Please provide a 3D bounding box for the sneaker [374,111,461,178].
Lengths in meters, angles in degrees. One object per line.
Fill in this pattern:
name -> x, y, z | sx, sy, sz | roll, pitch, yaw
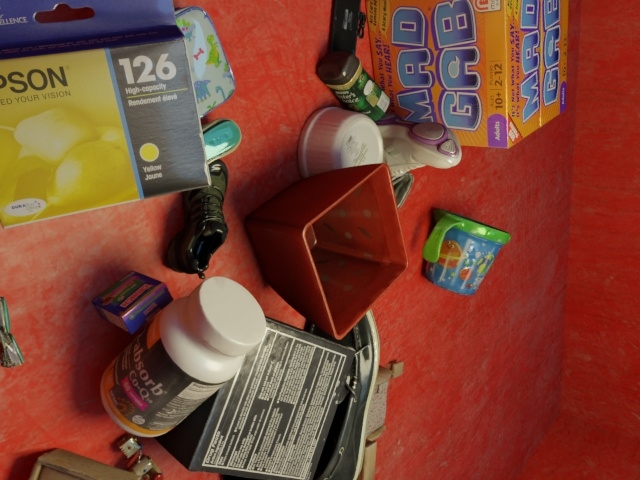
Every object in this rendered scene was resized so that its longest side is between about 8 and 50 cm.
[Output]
sneaker -> 0.218, -0.211, 1.294 | 0.114, 0.305, 0.152 | -23, 124, -25

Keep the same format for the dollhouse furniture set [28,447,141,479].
dollhouse furniture set -> -0.418, 0.463, 0.701 | 0.394, 0.362, 0.256 | 76, 31, -82

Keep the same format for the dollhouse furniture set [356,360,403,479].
dollhouse furniture set -> 0.166, 0.546, 1.525 | 0.355, 0.173, 0.303 | -10, 107, -47

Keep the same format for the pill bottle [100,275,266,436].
pill bottle -> -0.227, 0.193, 0.900 | 0.278, 0.162, 0.162 | -43, 146, 24

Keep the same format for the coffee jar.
coffee jar -> 0.077, -0.355, 1.248 | 0.184, 0.096, 0.079 | 36, 78, -46

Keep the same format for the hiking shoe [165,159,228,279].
hiking shoe -> -0.202, -0.040, 1.001 | 0.086, 0.114, 0.227 | 19, 85, -50

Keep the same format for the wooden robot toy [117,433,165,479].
wooden robot toy -> -0.340, 0.447, 1.011 | 0.079, 0.076, 0.173 | -36, 125, -24

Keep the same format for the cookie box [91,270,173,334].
cookie box -> -0.317, 0.101, 0.913 | 0.092, 0.107, 0.040 | -43, 129, -33

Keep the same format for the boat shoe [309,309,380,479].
boat shoe -> 0.023, 0.332, 1.265 | 0.156, 0.186, 0.500 | 11, 82, -50

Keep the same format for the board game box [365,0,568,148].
board game box -> 0.378, -0.461, 1.362 | 0.356, 0.356, 0.356 | -32, 122, -40

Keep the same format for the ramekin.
ramekin -> 0.055, -0.202, 1.254 | 0.207, 0.109, 0.207 | -16, 112, -45

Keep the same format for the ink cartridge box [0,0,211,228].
ink cartridge box -> -0.330, -0.198, 0.766 | 0.303, 0.072, 0.307 | -14, 116, -17

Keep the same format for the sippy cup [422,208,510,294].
sippy cup -> 0.434, 0.042, 1.676 | 0.305, 0.240, 0.224 | 17, 100, -11

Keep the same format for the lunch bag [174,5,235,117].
lunch bag -> -0.256, -0.278, 0.897 | 0.219, 0.090, 0.176 | -45, 130, -30

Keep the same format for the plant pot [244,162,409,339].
plant pot -> 0.000, 0.000, 1.148 | 0.267, 0.235, 0.267 | -40, 127, -34

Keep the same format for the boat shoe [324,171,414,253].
boat shoe -> 0.124, -0.065, 1.359 | 0.335, 0.119, 0.121 | -59, 136, -19

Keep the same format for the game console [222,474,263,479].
game console -> -0.088, 0.475, 1.317 | 0.361, 0.044, 0.213 | -28, 118, -40

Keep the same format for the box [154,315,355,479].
box -> -0.127, 0.303, 1.094 | 0.294, 0.182, 0.296 | 28, 77, -38

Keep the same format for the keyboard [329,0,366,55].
keyboard -> 0.065, -0.507, 1.254 | 0.108, 0.023, 0.180 | -2, 102, -42

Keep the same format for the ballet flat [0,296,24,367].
ballet flat -> -0.474, 0.140, 0.802 | 0.041, 0.041, 0.114 | -24, 116, -43

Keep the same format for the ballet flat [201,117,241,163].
ballet flat -> -0.250, -0.145, 0.948 | 0.248, 0.086, 0.086 | -32, 123, -33
